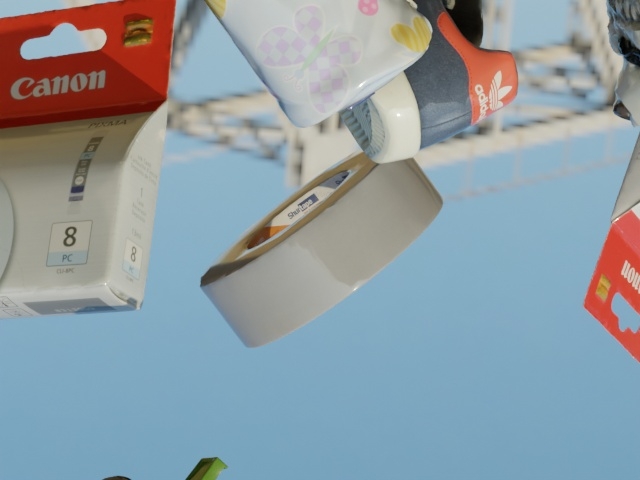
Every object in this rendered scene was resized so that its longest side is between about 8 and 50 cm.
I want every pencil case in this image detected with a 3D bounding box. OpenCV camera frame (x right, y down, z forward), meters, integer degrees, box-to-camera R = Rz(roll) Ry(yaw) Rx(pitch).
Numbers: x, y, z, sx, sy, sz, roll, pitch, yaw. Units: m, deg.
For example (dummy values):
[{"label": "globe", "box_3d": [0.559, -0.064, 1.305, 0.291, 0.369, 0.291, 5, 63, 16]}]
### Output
[{"label": "pencil case", "box_3d": [-0.037, -0.211, 1.366, 0.124, 0.273, 0.113, -36, -172, -1]}]

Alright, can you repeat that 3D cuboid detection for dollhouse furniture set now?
[{"label": "dollhouse furniture set", "box_3d": [-0.071, 0.279, 1.889, 0.076, 0.151, 0.058, -11, -143, 56]}]

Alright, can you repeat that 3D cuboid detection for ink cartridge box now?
[{"label": "ink cartridge box", "box_3d": [-0.326, -0.103, 2.171, 0.308, 0.385, 0.091, -5, 158, 25]}, {"label": "ink cartridge box", "box_3d": [0.313, -0.012, 1.697, 0.056, 0.224, 0.181, 10, 163, 33]}]

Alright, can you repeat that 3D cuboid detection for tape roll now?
[{"label": "tape roll", "box_3d": [0.000, 0.000, 1.709, 0.219, 0.072, 0.219, -35, -171, 6]}]

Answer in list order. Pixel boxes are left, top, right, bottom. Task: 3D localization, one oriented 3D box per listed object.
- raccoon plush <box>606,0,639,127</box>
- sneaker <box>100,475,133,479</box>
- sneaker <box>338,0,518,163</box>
[{"label": "raccoon plush", "box_3d": [0.421, -0.199, 1.429, 0.446, 0.299, 0.216, -35, 177, 1]}, {"label": "sneaker", "box_3d": [-0.169, 0.264, 1.598, 0.083, 0.098, 0.223, -32, -139, 10]}, {"label": "sneaker", "box_3d": [0.051, -0.205, 1.622, 0.148, 0.131, 0.350, -19, -129, -12]}]
